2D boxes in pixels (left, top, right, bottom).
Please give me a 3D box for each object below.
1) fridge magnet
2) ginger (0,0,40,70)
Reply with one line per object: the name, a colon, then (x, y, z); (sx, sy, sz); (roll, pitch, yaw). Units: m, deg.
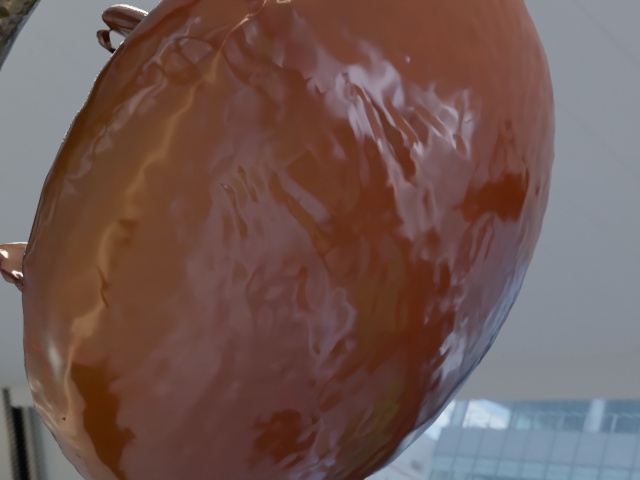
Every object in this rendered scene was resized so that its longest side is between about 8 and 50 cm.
fridge magnet: (0.000, 0.000, 0.527); (0.155, 0.363, 0.363); (31, -12, 43)
ginger: (-0.319, -0.053, 0.688); (0.080, 0.333, 0.166); (29, -18, -30)
